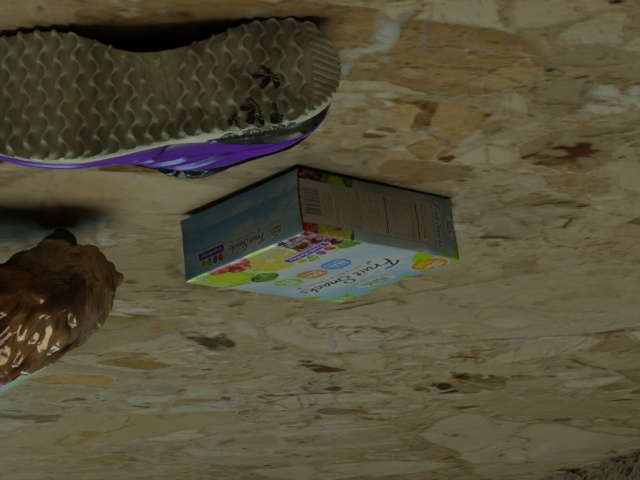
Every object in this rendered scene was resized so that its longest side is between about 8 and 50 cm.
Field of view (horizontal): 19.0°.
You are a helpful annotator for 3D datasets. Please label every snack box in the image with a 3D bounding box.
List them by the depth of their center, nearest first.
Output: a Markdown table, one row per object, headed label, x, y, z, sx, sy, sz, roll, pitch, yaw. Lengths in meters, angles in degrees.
| label | x | y | z | sx | sy | sz | roll | pitch | yaw |
| --- | --- | --- | --- | --- | --- | --- | --- | --- | --- |
| snack box | 0.000 | 0.000 | 1.844 | 0.207 | 0.070 | 0.174 | 8 | 159 | -41 |

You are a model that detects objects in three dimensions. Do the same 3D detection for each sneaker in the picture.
| label | x | y | z | sx | sy | sz | roll | pitch | yaw |
| --- | --- | --- | --- | --- | --- | --- | --- | --- | --- |
| sneaker | -0.134 | -0.090 | 1.448 | 0.293 | 0.102 | 0.146 | -3 | 164 | -6 |

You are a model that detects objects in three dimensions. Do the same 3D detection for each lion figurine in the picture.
| label | x | y | z | sx | sy | sz | roll | pitch | yaw |
| --- | --- | --- | --- | --- | --- | --- | --- | --- | --- |
| lion figurine | -0.392 | 0.061 | 1.755 | 0.392 | 0.142 | 0.240 | 7 | 151 | -42 |

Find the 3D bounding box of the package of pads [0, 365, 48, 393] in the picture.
| label | x | y | z | sx | sy | sz | roll | pitch | yaw |
| --- | --- | --- | --- | --- | --- | --- | --- | --- | --- |
| package of pads | -0.473 | 0.116 | 2.047 | 0.297 | 0.101 | 0.229 | 9 | 157 | -37 |
